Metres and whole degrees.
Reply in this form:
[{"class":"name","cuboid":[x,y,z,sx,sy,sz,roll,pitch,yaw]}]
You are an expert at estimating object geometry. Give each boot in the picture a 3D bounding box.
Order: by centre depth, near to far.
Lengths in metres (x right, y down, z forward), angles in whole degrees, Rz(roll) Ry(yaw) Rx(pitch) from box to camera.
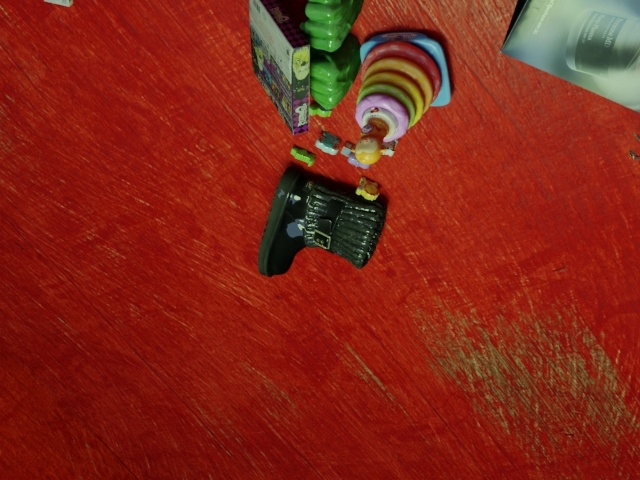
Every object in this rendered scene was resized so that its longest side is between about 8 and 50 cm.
[{"class":"boot","cuboid":[-0.001,0.002,2.333,0.260,0.131,0.348,23,139,4]}]

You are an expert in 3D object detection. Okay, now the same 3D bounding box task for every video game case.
[{"class":"video game case","cuboid":[-0.082,-0.359,1.952,0.041,0.232,0.210,-16,138,-17]}]

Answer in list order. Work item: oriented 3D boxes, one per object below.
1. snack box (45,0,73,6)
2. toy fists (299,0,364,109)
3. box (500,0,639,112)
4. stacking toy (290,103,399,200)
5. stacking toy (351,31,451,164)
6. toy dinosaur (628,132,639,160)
[{"class":"snack box","cuboid":[-0.571,-0.583,2.097,0.064,0.022,0.178,16,138,13]},{"class":"toy fists","cuboid":[0.018,-0.385,1.912,0.096,0.142,0.279,14,137,12]},{"class":"box","cuboid":[0.498,-0.404,1.621,0.294,0.183,0.296,23,139,1]},{"class":"stacking toy","cuboid":[0.050,-0.194,2.164,0.221,0.052,0.167,25,139,2]},{"class":"stacking toy","cuboid":[0.125,-0.249,1.877,0.175,0.302,0.166,4,135,25]},{"class":"toy dinosaur","cuboid":[0.618,-0.188,1.867,0.047,0.090,0.082,22,96,-10]}]
